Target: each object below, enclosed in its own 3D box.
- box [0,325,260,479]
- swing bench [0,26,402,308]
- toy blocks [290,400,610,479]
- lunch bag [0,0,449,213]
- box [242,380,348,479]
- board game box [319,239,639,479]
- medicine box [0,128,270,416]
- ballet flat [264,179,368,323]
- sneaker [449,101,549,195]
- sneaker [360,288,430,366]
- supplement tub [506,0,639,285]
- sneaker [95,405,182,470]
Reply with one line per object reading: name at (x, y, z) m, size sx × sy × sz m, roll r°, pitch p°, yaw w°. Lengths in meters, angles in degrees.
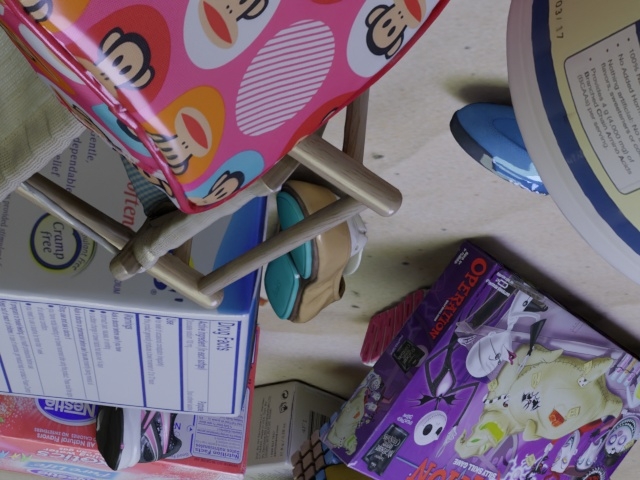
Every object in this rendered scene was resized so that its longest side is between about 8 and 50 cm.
box at (-0.222, 0.143, 1.782) m, size 0.300 × 0.154 × 0.142 m, roll 11°, pitch 158°, yaw -16°
swing bench at (-0.114, -0.089, 1.134) m, size 0.255 × 0.165 × 0.253 m, roll 16°, pitch 157°, yaw -24°
toy blocks at (0.091, 0.256, 1.879) m, size 0.261 × 0.190 × 0.381 m, roll 24°, pitch 124°, yaw -28°
lunch bag at (-0.034, -0.167, 0.857) m, size 0.120 × 0.258 × 0.293 m, roll 43°, pitch 173°, yaw 29°
box at (-0.095, 0.225, 2.049) m, size 0.275 × 0.094 × 0.113 m, roll -12°, pitch 153°, yaw 39°
board game box at (0.166, 0.149, 1.658) m, size 0.347 × 0.208 × 0.056 m, roll 31°, pitch -170°, yaw -49°
medicine box at (-0.189, 0.020, 1.457) m, size 0.289 × 0.149 × 0.263 m, roll 6°, pitch 159°, yaw -2°
ballet flat at (0.000, 0.000, 1.497) m, size 0.073 × 0.080 × 0.232 m, roll -20°, pitch 166°, yaw -13°
sneaker at (0.192, -0.065, 1.284) m, size 0.209 × 0.069 × 0.082 m, roll 19°, pitch 124°, yaw -11°
sneaker at (0.102, 0.086, 1.685) m, size 0.075 × 0.063 × 0.170 m, roll 14°, pitch 162°, yaw -21°
supplement tub at (0.266, -0.115, 0.873) m, size 0.235 × 0.235 × 0.325 m, roll 17°, pitch 157°, yaw -27°
sneaker at (-0.153, 0.114, 1.691) m, size 0.077 × 0.178 × 0.072 m, roll 1°, pitch -168°, yaw -32°
